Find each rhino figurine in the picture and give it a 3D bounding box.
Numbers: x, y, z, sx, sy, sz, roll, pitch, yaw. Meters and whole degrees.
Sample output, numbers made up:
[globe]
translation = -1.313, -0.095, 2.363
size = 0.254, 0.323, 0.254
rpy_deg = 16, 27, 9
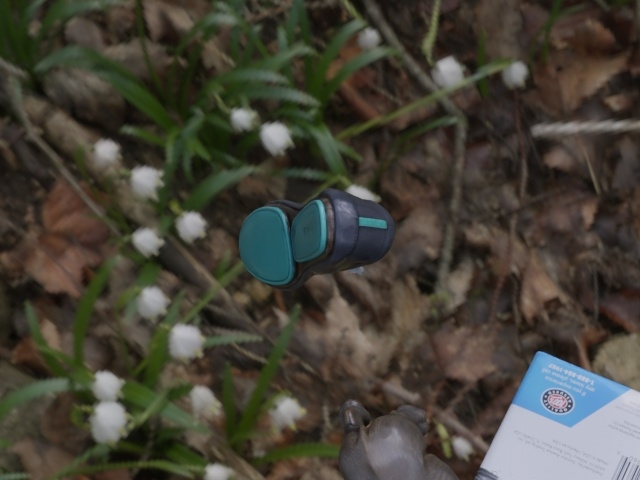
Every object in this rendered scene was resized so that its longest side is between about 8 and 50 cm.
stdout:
[rhino figurine]
translation = 0.094, 0.225, 1.048
size = 0.073, 0.106, 0.243
rpy_deg = -34, 94, 9

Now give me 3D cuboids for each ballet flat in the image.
[ballet flat]
translation = 0.000, 0.000, 1.035
size = 0.074, 0.203, 0.074
rpy_deg = 2, 84, -20

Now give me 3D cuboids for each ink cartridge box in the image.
[ink cartridge box]
translation = 0.057, 0.075, 0.339
size = 0.048, 0.028, 0.083
rpy_deg = 22, 68, 21
